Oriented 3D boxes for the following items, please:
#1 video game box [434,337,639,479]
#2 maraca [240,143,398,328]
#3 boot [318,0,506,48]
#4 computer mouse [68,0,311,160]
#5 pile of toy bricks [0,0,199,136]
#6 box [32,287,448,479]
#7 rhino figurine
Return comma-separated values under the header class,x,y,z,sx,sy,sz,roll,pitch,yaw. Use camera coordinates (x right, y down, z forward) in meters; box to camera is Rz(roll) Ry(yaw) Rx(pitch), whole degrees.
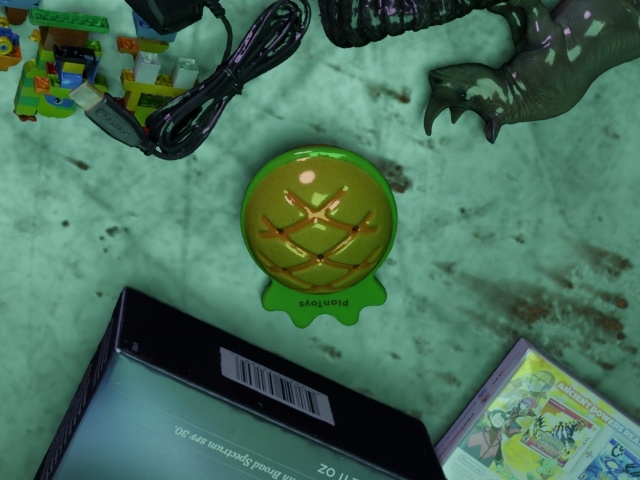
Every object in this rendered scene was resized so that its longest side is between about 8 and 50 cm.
class,x,y,z,sx,sy,sz,roll,pitch,yaw
video game box,0.200,0.216,1.350,0.205,0.048,0.187,36,100,-12
maraca,0.000,0.000,1.258,0.127,0.099,0.186,-1,129,3
boot,0.124,-0.316,1.170,0.348,0.131,0.260,-22,98,11
computer mouse,-0.136,-0.183,1.121,0.184,0.060,0.262,-50,131,-9
pile of toy bricks,-0.210,-0.133,1.214,0.212,0.118,0.105,6,132,-23
box,-0.093,0.247,1.263,0.296,0.183,0.294,25,101,-10
rhino figurine,0.184,-0.157,1.247,0.243,0.073,0.106,-36,101,5
